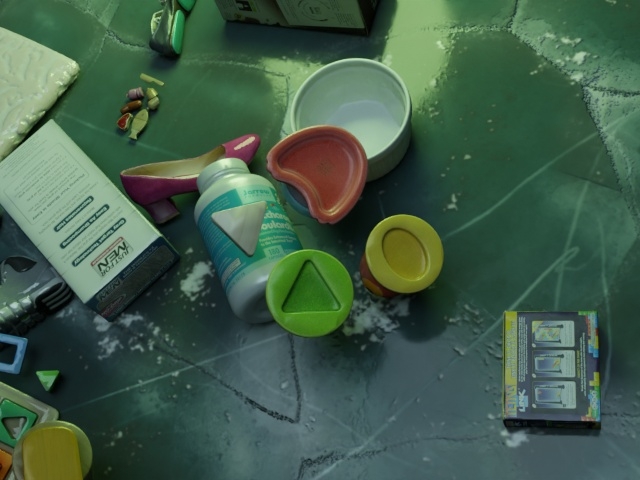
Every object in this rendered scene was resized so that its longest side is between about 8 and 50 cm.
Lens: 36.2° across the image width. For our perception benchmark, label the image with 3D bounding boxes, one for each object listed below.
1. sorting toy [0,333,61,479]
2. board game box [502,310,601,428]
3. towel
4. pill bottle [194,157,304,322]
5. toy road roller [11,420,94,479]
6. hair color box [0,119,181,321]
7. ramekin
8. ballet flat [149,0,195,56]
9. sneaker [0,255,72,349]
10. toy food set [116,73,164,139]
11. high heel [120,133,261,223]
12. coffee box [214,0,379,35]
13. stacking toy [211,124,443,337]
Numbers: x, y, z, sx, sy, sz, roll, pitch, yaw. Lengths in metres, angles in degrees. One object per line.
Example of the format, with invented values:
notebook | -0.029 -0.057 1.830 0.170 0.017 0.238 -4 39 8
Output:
sorting toy | -0.554 0.318 1.589 0.196 0.047 0.348 26 73 -2
board game box | 0.344 0.192 1.457 0.141 0.048 0.170 -1 66 16
towel | -0.681 -0.271 1.913 0.317 0.053 0.332 26 70 24
pill bottle | -0.118 -0.007 1.607 0.146 0.146 0.264 -27 63 1
toy road roller | -0.443 0.443 1.411 0.240 0.202 0.329 -4 61 -14
hair color box | -0.424 -0.039 1.721 0.174 0.105 0.347 -43 63 -7
ramekin | 0.059 -0.196 1.671 0.207 0.109 0.207 -5 65 11
ballet flat | -0.289 -0.449 1.898 0.074 0.074 0.203 6 70 16
sneaker | -0.557 0.104 1.711 0.228 0.086 0.132 -30 57 -12
toy food set | -0.343 -0.252 1.849 0.078 0.019 0.122 26 82 23
high heel | -0.225 -0.137 1.705 0.244 0.117 0.082 -32 35 4
coffee box | -0.038 -0.495 1.826 0.297 0.119 0.168 11 68 19
stacking toy | 0.000 0.000 1.518 0.279 0.130 0.309 -35 85 -14
